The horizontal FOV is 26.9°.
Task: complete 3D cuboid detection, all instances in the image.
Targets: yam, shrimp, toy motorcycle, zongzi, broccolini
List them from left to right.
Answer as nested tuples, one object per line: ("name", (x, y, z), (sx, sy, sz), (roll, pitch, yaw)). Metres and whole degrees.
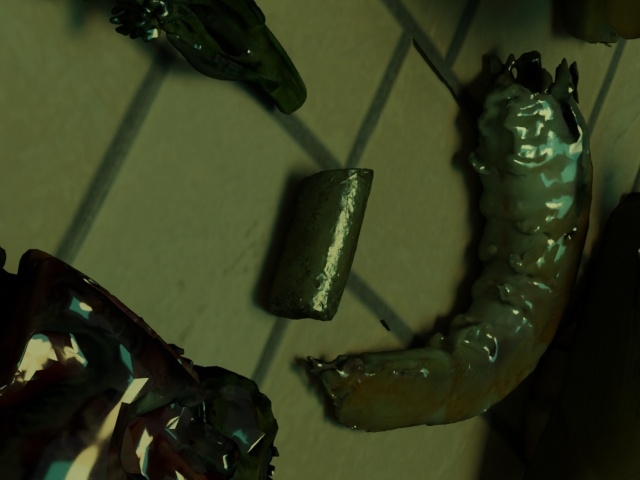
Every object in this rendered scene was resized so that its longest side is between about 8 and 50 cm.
("toy motorcycle", (-0.096, 0.135, 0.588), (0.401, 0.134, 0.207), (42, 65, -46))
("broccolini", (-0.048, -0.121, 0.655), (0.202, 0.068, 0.091), (28, 56, -52))
("yam", (0.000, 0.000, 0.760), (0.043, 0.043, 0.094), (25, 76, -52))
("shrimp", (0.102, 0.028, 0.897), (0.287, 0.068, 0.185), (-49, 130, -21))
("zongzi", (0.182, 0.114, 0.943), (0.289, 0.123, 0.260), (-18, 103, -2))
("shrimp", (0.258, 0.089, 1.093), (0.289, 0.075, 0.178), (-57, 141, -27))

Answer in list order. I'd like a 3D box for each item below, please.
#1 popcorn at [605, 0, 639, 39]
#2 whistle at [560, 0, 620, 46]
("popcorn", (0.227, -0.273, 0.777), (0.349, 0.381, 0.349), (17, 90, -87))
("whistle", (0.218, -0.304, 0.968), (0.068, 0.057, 0.326), (-13, 108, -58))
